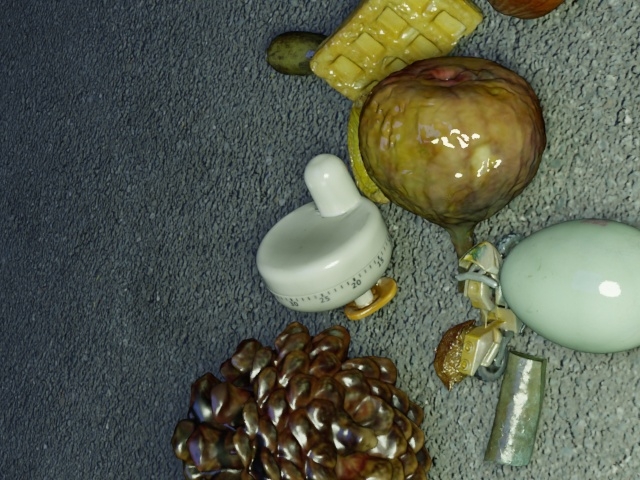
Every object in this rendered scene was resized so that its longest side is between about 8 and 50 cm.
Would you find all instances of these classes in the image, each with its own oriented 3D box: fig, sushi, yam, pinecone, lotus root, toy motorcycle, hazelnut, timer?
[{"bbox_3d":[0.198,-0.087,1.649,0.286,0.286,0.368,22,120,45],"label":"fig"},{"bbox_3d":[0.214,0.178,1.676,0.060,0.061,0.118,1,81,57],"label":"sushi"},{"bbox_3d":[0.292,0.250,1.579,0.068,0.068,0.169,13,89,46],"label":"yam"},{"bbox_3d":[-0.046,0.330,1.683,0.398,0.398,0.397,-12,73,43],"label":"pinecone"},{"bbox_3d":[-0.034,-0.354,2.024,0.179,0.089,0.080,7,118,41],"label":"lotus root"},{"bbox_3d":[0.248,0.096,1.610,0.094,0.130,0.229,13,90,48],"label":"toy motorcycle"},{"bbox_3d":[0.320,-0.406,1.636,0.150,0.150,0.150,-12,73,43],"label":"hazelnut"},{"bbox_3d":[0.000,0.000,1.805,0.234,0.240,0.233,-20,30,12],"label":"timer"}]

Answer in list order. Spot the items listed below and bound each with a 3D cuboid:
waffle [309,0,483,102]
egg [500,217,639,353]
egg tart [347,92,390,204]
[{"bbox_3d":[0.124,-0.344,1.810,0.274,0.168,0.057,-43,23,32],"label":"waffle"},{"bbox_3d":[0.361,0.060,1.468,0.264,0.183,0.182,4,84,50],"label":"egg"},{"bbox_3d":[0.105,-0.157,1.815,0.191,0.074,0.191,167,90,-73],"label":"egg tart"}]
